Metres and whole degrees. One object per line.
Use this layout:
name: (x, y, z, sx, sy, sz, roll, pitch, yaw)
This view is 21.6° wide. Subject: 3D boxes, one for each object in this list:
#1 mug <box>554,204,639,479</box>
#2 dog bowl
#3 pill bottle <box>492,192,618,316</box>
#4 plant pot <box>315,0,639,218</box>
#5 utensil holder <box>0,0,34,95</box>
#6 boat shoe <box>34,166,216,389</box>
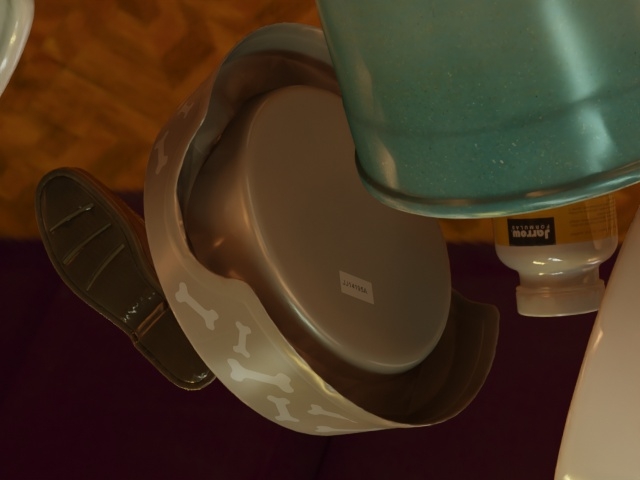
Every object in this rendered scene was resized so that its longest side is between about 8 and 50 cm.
mug: (0.379, 0.119, 1.227, 0.328, 0.374, 0.276, 17, 103, 17)
dog bowl: (0.000, 0.000, 1.372, 0.102, 0.349, 0.349, -28, 124, 36)
pill bottle: (0.193, -0.033, 1.397, 0.103, 0.103, 0.184, -2, 96, 32)
plant pot: (0.105, -0.190, 0.933, 0.271, 0.272, 0.255, -5, 121, 34)
utensil holder: (-0.555, -0.239, 1.782, 0.385, 0.327, 0.327, 34, 147, 3)
boat shoe: (-0.215, 0.039, 1.966, 0.110, 0.104, 0.307, -35, 94, 24)
